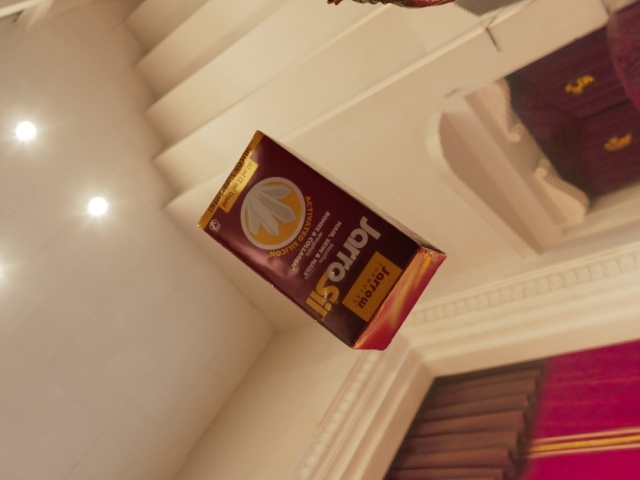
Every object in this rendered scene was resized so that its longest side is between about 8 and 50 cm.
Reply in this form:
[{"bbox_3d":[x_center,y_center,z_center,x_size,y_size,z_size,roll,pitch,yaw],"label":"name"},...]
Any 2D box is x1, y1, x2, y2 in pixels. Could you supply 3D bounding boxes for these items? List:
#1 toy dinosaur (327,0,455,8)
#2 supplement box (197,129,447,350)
[{"bbox_3d":[0.110,-0.315,0.944,0.313,0.160,0.121,-6,-61,-46],"label":"toy dinosaur"},{"bbox_3d":[0.000,0.000,0.696,0.188,0.104,0.081,37,-172,24],"label":"supplement box"}]
